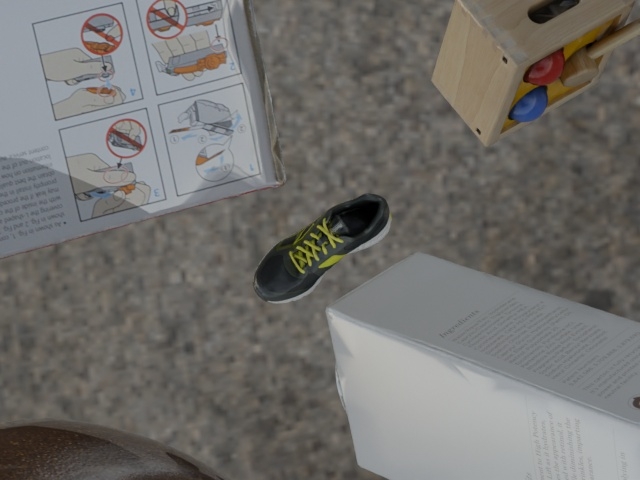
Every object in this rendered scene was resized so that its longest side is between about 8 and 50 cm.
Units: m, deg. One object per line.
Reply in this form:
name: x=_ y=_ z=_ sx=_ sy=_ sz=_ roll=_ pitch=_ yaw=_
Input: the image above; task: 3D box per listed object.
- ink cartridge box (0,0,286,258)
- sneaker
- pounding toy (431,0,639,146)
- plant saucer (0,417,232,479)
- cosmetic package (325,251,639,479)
ink cartridge box: x=-0.205 y=-0.082 z=0.850 sx=0.272 sy=0.309 sz=0.130 roll=-131 pitch=28 yaw=-66
sneaker: x=0.000 y=0.000 z=0.883 sx=0.083 sy=0.035 sz=0.031 roll=-36 pitch=77 yaw=-13
pounding toy: x=0.174 y=-0.146 z=1.260 sx=0.100 sy=0.141 sz=0.130 roll=53 pitch=158 yaw=19
plant saucer: x=-0.040 y=0.199 z=0.572 sx=0.050 sy=0.310 sz=0.311 roll=-25 pitch=78 yaw=27
cosmetic package: x=0.116 y=0.095 z=0.955 sx=0.231 sy=0.085 sz=0.117 roll=21 pitch=131 yaw=44
